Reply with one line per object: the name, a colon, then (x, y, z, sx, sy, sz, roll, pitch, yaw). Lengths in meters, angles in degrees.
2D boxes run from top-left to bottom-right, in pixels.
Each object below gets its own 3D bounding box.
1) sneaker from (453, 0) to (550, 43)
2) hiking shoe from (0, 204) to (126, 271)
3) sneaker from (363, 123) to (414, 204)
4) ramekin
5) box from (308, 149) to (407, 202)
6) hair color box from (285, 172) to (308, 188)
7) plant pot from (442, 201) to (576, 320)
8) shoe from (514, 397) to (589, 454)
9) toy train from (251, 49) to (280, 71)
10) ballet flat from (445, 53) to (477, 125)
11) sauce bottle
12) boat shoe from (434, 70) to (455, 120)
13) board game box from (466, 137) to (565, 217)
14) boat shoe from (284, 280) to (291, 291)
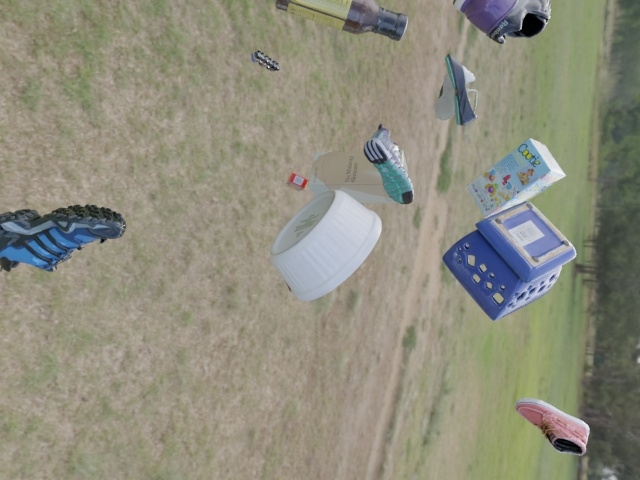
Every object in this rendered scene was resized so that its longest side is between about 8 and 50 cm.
sneaker: (0.353, -0.410, 0.976, 0.283, 0.107, 0.124, -32, 82, -33)
hiking shoe: (-0.556, -0.002, 1.196, 0.113, 0.304, 0.132, -68, 155, -71)
sneaker: (0.199, -0.199, 1.467, 0.223, 0.083, 0.098, 55, 51, -34)
ramekin: (0.000, 0.000, 1.298, 0.127, 0.273, 0.273, 44, 47, -18)
box: (0.130, -0.215, 1.896, 0.121, 0.311, 0.148, 60, 34, -60)
hair color box: (-0.097, -0.234, 2.253, 0.141, 0.072, 0.043, 180, -65, -82)
plant pot: (0.513, 0.041, 1.496, 0.236, 0.236, 0.212, -21, 152, -28)
shoe: (0.557, 0.452, 1.354, 0.081, 0.178, 0.063, -43, 148, -52)
toy train: (-0.165, -0.528, 1.647, 0.158, 0.036, 0.027, -5, 83, -71)
ballet flat: (0.393, -0.418, 1.535, 0.074, 0.074, 0.203, -49, 128, -51)
sauce bottle: (0.057, -0.608, 1.464, 0.111, 0.344, 0.111, -163, -90, -81)
boat shoe: (0.436, -0.495, 1.871, 0.206, 0.075, 0.065, 92, 23, -53)
board game box: (0.687, -0.210, 1.972, 0.142, 0.275, 0.144, 3, 55, -47)
boat shoe: (-0.046, 0.150, 2.085, 0.342, 0.123, 0.123, 15, 57, -71)
